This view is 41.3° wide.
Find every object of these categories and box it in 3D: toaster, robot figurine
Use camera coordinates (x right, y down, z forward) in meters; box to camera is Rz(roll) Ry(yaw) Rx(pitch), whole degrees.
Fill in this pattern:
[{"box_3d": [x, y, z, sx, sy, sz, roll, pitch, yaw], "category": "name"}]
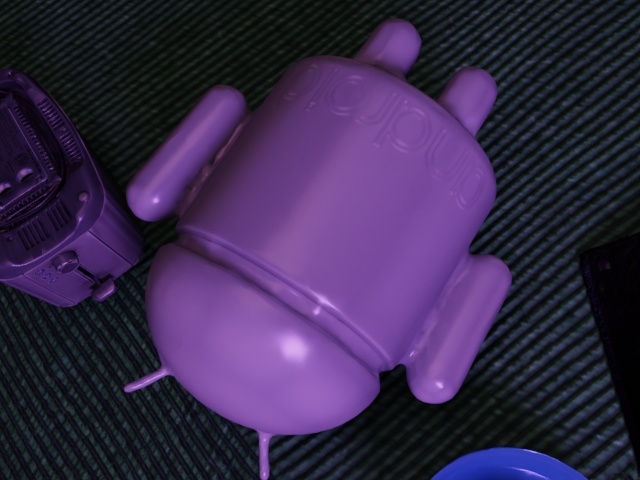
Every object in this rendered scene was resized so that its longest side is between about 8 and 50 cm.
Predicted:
[{"box_3d": [-0.256, -0.045, 0.766, 0.129, 0.146, 0.227, -35, 66, -5], "category": "toaster"}, {"box_3d": [0.000, 0.000, 0.665, 0.300, 0.200, 0.353, 31, 77, 6], "category": "robot figurine"}]

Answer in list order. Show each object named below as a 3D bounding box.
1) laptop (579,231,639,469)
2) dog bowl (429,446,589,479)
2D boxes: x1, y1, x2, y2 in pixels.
[{"box_3d": [0.375, 0.086, 0.656, 0.264, 0.137, 0.234, -24, 62, 30], "category": "laptop"}, {"box_3d": [0.167, 0.282, 0.558, 0.166, 0.074, 0.297, -25, 63, -26], "category": "dog bowl"}]
